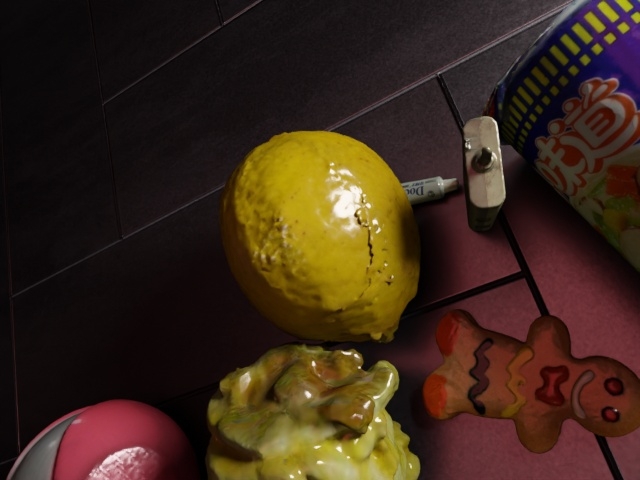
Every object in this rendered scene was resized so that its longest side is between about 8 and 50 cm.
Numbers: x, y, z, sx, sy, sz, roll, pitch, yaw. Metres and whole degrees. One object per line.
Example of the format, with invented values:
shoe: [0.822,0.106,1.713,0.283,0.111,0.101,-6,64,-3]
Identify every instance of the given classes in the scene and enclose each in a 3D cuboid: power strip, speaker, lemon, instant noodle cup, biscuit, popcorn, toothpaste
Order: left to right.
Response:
speaker: [-0.336,0.399,0.757,0.294,0.294,0.294,-6,75,25]
popcorn: [-0.012,0.243,0.602,0.293,0.293,0.237,-11,111,23]
lemon: [0.000,0.000,0.647,0.253,0.253,0.310,-31,81,16]
toothpaste: [0.107,-0.064,0.738,0.197,0.029,0.048,-10,77,27]
power strip: [0.184,-0.068,0.569,0.034,0.268,0.092,-5,83,16]
biscuit: [0.254,0.170,0.605,0.250,0.036,0.165,9,83,27]
instant noodle cup: [0.364,-0.076,0.480,0.284,0.284,0.312,-34,67,15]
